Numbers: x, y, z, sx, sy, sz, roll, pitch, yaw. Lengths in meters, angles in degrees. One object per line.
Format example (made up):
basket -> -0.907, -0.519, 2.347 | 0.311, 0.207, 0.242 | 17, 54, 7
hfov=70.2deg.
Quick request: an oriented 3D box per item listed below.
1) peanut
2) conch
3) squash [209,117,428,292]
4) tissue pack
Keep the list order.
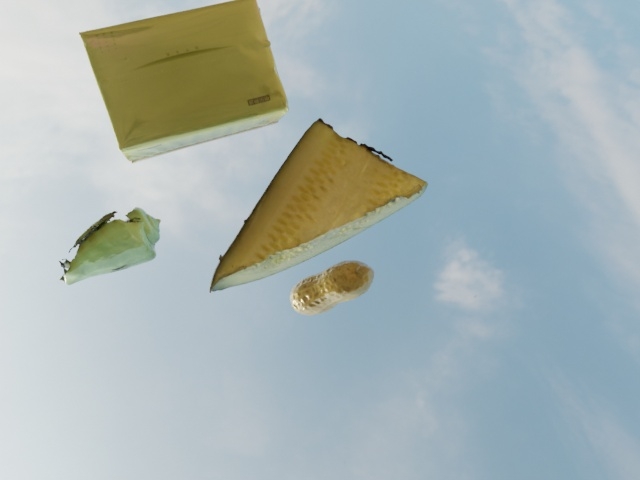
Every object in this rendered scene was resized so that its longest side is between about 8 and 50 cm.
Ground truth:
peanut -> 0.026, 0.107, 1.019 | 0.214, 0.098, 0.090 | -27, -140, 30
conch -> -0.499, 0.007, 1.081 | 0.250, 0.143, 0.137 | -19, -84, -28
squash -> 0.000, 0.000, 0.561 | 0.169, 0.093, 0.252 | 29, -108, 4
tissue pack -> -0.178, -0.218, 0.630 | 0.234, 0.125, 0.159 | -18, -84, -12
